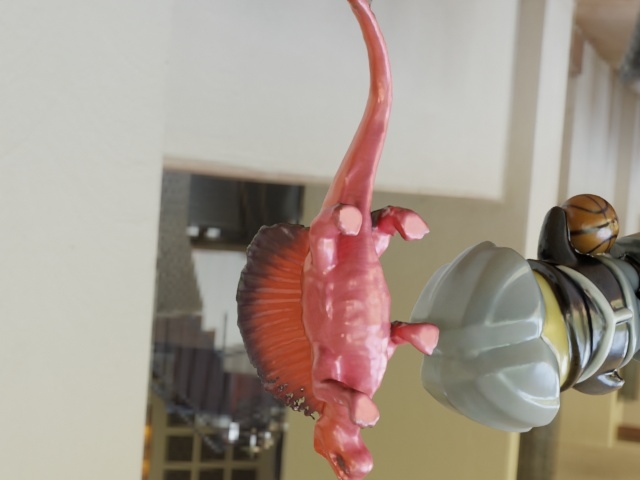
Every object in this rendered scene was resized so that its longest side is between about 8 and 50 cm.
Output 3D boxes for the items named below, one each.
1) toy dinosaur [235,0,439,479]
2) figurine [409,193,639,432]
[{"bbox_3d":[-0.004,0.004,0.709,0.070,0.286,0.139,-2,177,-39],"label":"toy dinosaur"},{"bbox_3d":[0.190,0.059,0.975,0.236,0.176,0.133,-14,179,-27],"label":"figurine"}]
